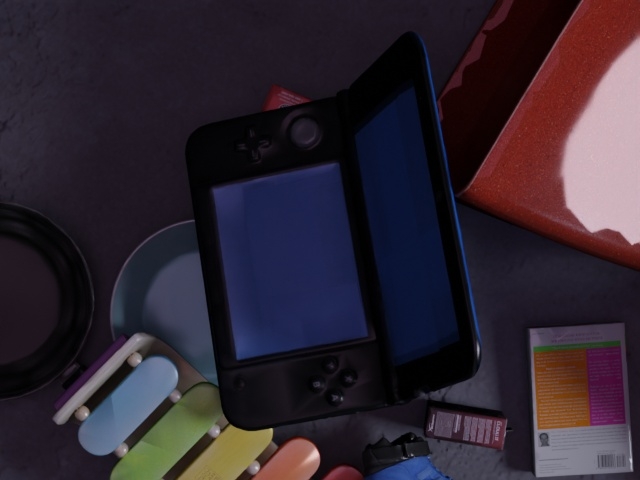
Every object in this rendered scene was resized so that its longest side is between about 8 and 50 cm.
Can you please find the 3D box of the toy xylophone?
[{"bbox_3d":[-0.121,0.245,1.316,0.322,0.081,0.236,36,93,-7],"label":"toy xylophone"}]

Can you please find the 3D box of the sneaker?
[{"bbox_3d":[0.104,0.223,1.316,0.152,0.058,0.085,8,63,-31],"label":"sneaker"}]

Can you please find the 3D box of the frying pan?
[{"bbox_3d":[-0.260,0.083,1.355,0.326,0.053,0.197,23,92,-8],"label":"frying pan"}]

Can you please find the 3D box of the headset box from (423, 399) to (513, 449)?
[{"bbox_3d":[0.142,0.177,1.326,0.083,0.062,0.032,8,91,4],"label":"headset box"}]

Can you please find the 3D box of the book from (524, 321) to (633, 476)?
[{"bbox_3d":[0.250,0.153,1.337,0.096,0.035,0.144,-3,90,0],"label":"book"}]

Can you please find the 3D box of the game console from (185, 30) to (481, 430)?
[{"bbox_3d":[0.000,0.000,1.195,0.250,0.173,0.293,-11,77,9],"label":"game console"}]

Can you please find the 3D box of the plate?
[{"bbox_3d":[-0.111,0.071,1.351,0.188,0.024,0.188,0,97,-3],"label":"plate"}]

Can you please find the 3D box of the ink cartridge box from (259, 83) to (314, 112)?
[{"bbox_3d":[-0.026,-0.069,1.339,0.099,0.056,0.135,23,91,4],"label":"ink cartridge box"}]

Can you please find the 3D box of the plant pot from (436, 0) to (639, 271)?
[{"bbox_3d":[0.256,-0.104,1.237,0.235,0.267,0.267,31,92,-12],"label":"plant pot"}]
